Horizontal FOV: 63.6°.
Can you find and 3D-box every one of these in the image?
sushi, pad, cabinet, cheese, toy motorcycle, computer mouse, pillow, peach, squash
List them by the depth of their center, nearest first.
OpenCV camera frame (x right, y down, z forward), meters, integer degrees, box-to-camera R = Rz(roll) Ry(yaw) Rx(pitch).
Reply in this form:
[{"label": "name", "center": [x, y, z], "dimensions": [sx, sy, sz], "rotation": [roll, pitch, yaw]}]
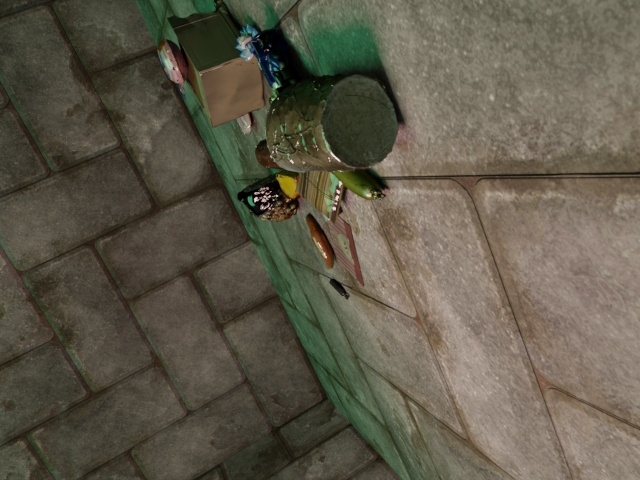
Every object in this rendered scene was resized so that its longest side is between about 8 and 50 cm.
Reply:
[{"label": "squash", "center": [0.085, -0.197, 1.477], "dimensions": [0.071, 0.080, 0.318], "rotation": [19, -152, -51]}, {"label": "toy motorcycle", "center": [-0.117, -0.497, 1.530], "dimensions": [0.331, 0.125, 0.196], "rotation": [58, 166, 28]}, {"label": "pillow", "center": [-0.001, -0.188, 1.688], "dimensions": [0.212, 0.052, 0.208], "rotation": [40, 136, 29]}, {"label": "cheese", "center": [-0.534, -0.629, 1.895], "dimensions": [0.188, 0.074, 0.286], "rotation": [63, 166, 15]}, {"label": "cabinet", "center": [-0.382, -0.656, 1.915], "dimensions": [0.317, 0.228, 0.289], "rotation": [58, 165, 23]}, {"label": "pad", "center": [0.087, 0.017, 1.959], "dimensions": [0.202, 0.005, 0.299], "rotation": [45, 157, 48]}, {"label": "peach", "center": [-0.092, -0.229, 1.959], "dimensions": [0.127, 0.093, 0.172], "rotation": [58, 153, -3]}, {"label": "sushi", "center": [-0.210, -0.168, 2.230], "dimensions": [0.218, 0.225, 0.238], "rotation": [59, -160, -23]}, {"label": "computer mouse", "center": [-0.359, -0.583, 2.275], "dimensions": [0.245, 0.056, 0.126], "rotation": [61, 165, 3]}]

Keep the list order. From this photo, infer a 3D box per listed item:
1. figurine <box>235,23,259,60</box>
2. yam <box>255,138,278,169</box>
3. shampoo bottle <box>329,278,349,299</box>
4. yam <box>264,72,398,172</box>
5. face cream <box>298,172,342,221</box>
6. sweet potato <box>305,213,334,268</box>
[{"label": "figurine", "center": [-0.242, -0.663, 1.708], "dimensions": [0.114, 0.079, 0.114], "rotation": [22, 122, 39]}, {"label": "yam", "center": [-0.157, -0.329, 1.941], "dimensions": [0.280, 0.131, 0.130], "rotation": [23, 138, 66]}, {"label": "shampoo bottle", "center": [0.083, 0.214, 2.274], "dimensions": [0.137, 0.027, 0.048], "rotation": [43, 169, 50]}, {"label": "yam", "center": [0.018, -0.276, 1.256], "dimensions": [0.348, 0.241, 0.240], "rotation": [19, 135, 62]}, {"label": "face cream", "center": [-0.019, -0.201, 1.797], "dimensions": [0.283, 0.073, 0.073], "rotation": [62, 165, -2]}, {"label": "sweet potato", "center": [-0.003, -0.004, 2.127], "dimensions": [0.255, 0.058, 0.078], "rotation": [64, -174, 9]}]
